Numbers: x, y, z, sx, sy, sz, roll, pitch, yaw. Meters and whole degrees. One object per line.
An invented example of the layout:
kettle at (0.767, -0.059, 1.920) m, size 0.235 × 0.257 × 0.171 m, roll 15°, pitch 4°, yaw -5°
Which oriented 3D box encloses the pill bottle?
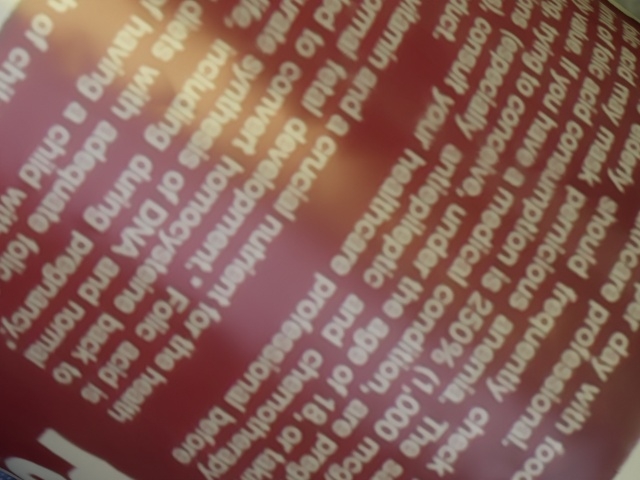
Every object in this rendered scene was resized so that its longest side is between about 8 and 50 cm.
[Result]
pill bottle at (0.000, 0.000, 0.609) m, size 0.392 × 0.224 × 0.224 m, roll 36°, pitch 109°, yaw -12°

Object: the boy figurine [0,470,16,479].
boy figurine at (-0.181, 0.105, 0.730) m, size 0.285 × 0.092 × 0.177 m, roll -9°, pitch 86°, yaw -3°
